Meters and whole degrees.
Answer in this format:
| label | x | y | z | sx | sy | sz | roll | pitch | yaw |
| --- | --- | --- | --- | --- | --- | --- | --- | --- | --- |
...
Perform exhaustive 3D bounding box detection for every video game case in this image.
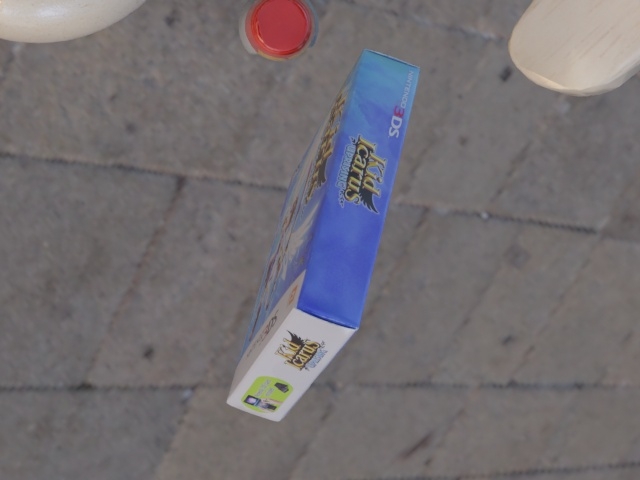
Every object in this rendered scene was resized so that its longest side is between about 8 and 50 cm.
| label | x | y | z | sx | sy | sz | roll | pitch | yaw |
| --- | --- | --- | --- | --- | --- | --- | --- | --- | --- |
| video game case | 0.000 | 0.000 | 1.362 | 0.061 | 0.269 | 0.244 | 20 | 151 | -9 |

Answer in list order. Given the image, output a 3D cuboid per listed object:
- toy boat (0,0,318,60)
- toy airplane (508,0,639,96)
| label | x | y | z | sx | sy | sz | roll | pitch | yaw |
| --- | --- | --- | --- | --- | --- | --- | --- | --- | --- |
| toy boat | -0.137 | -0.242 | 1.193 | 0.267 | 0.318 | 0.148 | -55 | -173 | 5 |
| toy airplane | 0.278 | -0.276 | 0.770 | 0.386 | 0.272 | 0.384 | -3 | 105 | 11 |
